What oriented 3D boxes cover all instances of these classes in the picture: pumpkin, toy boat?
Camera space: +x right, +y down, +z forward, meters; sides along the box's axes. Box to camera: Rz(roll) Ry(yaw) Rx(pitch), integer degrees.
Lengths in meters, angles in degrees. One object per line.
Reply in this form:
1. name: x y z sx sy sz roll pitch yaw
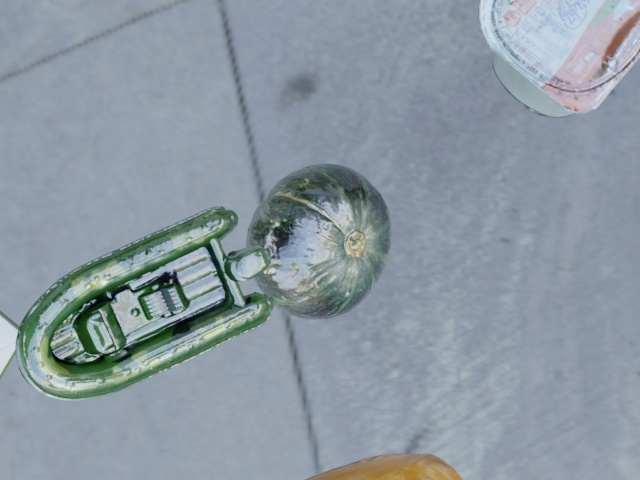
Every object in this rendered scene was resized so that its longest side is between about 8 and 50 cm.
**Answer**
1. pumpkin: -0.001 0.001 1.854 0.146 0.190 0.190 31 102 55
2. toy boat: -0.135 0.053 1.199 0.210 0.052 0.104 -25 104 -14

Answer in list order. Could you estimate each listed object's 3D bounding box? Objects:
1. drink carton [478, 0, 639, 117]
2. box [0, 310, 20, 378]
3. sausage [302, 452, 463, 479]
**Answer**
1. drink carton: 0.284 -0.246 1.821 0.191 0.189 0.185 39 87 8
2. box: -0.423 0.103 1.473 0.148 0.195 0.177 6 59 41
3. sausage: -0.016 0.126 0.594 0.183 0.054 0.062 -22 43 15
